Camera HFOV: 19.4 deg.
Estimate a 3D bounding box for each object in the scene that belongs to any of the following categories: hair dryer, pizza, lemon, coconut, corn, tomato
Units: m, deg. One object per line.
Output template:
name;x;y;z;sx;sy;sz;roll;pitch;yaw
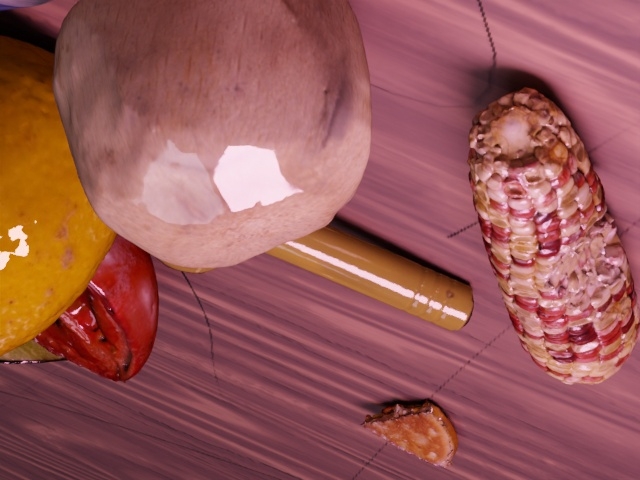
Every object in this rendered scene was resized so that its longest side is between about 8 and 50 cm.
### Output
hair dryer;0.000;0.000;1.494;0.278;0.090;0.135;23;155;-11
pizza;0.099;0.177;1.818;0.100;0.029;0.099;25;148;-5
lemon;-0.280;-0.037;1.453;0.253;0.310;0.253;50;-178;-2
coconut;-0.070;-0.100;1.220;0.224;0.224;0.224;21;156;10
corn;0.165;0.002;1.313;0.098;0.098;0.290;13;151;25
tomato;-0.233;0.021;1.729;0.228;0.101;0.228;27;153;15

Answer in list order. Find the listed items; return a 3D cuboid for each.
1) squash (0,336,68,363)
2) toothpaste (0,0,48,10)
squash;-0.297;0.060;1.885;0.184;0.085;0.192;3;-167;-3
toothpaste;-0.275;-0.203;1.358;0.125;0.080;0.371;37;161;-33
